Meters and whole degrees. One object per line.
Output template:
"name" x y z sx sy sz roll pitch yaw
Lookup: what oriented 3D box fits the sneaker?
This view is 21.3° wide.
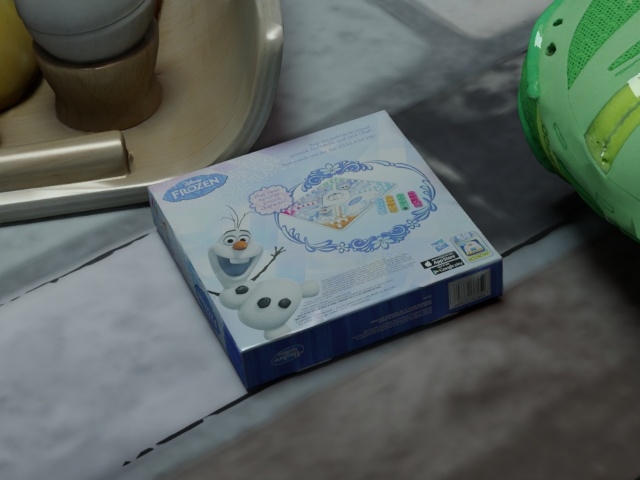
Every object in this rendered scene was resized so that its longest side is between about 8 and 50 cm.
"sneaker" 0.127 -0.023 0.529 0.123 0.109 0.295 -17 38 24

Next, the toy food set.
"toy food set" -0.173 -0.103 0.645 0.306 0.092 0.220 -8 41 -2

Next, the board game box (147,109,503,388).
"board game box" 0.000 0.000 0.561 0.090 0.020 0.090 -19 44 -14
